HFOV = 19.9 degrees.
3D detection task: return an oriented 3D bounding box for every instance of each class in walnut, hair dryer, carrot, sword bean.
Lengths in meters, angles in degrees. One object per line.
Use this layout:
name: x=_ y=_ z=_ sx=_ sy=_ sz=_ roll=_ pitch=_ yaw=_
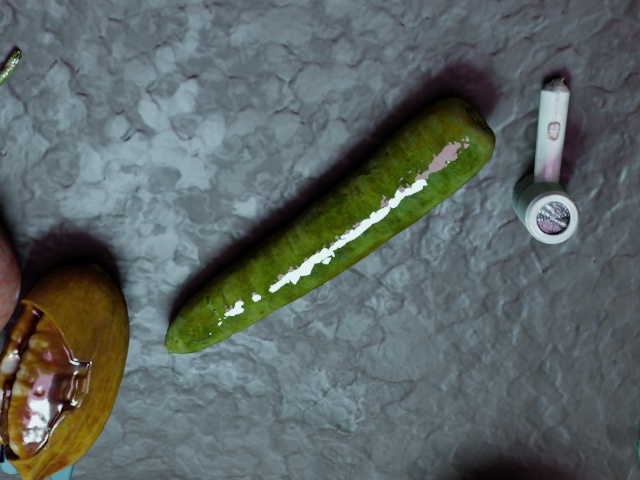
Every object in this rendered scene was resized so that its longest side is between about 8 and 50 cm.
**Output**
walnut: x=-0.231 y=0.119 z=1.604 sx=0.116 sy=0.116 sz=0.207 roll=15 pitch=96 yaw=-10
hair dryer: x=0.197 y=-0.072 z=1.560 sx=0.047 sy=0.082 sz=0.137 roll=4 pitch=102 yaw=-4
carrot: x=0.000 y=0.000 z=1.588 sx=0.358 sy=0.074 sz=0.074 roll=-37 pitch=113 yaw=17
sword bean: x=-0.278 y=-0.128 z=1.540 sx=0.012 sy=0.012 sz=0.083 roll=37 pitch=109 yaw=-19

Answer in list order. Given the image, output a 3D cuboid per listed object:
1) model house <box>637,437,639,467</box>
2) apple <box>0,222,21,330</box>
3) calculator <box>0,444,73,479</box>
model house: x=0.461 y=0.289 z=1.691 sx=0.249 sy=0.230 sz=0.280 roll=-19 pitch=121 yaw=-4
apple: x=-0.334 y=0.033 z=1.562 sx=0.153 sy=0.120 sz=0.153 roll=-1 pitch=117 yaw=-1
calculator: x=-0.254 y=0.164 z=1.692 sx=0.094 sy=0.019 sz=0.141 roll=13 pitch=117 yaw=-5
